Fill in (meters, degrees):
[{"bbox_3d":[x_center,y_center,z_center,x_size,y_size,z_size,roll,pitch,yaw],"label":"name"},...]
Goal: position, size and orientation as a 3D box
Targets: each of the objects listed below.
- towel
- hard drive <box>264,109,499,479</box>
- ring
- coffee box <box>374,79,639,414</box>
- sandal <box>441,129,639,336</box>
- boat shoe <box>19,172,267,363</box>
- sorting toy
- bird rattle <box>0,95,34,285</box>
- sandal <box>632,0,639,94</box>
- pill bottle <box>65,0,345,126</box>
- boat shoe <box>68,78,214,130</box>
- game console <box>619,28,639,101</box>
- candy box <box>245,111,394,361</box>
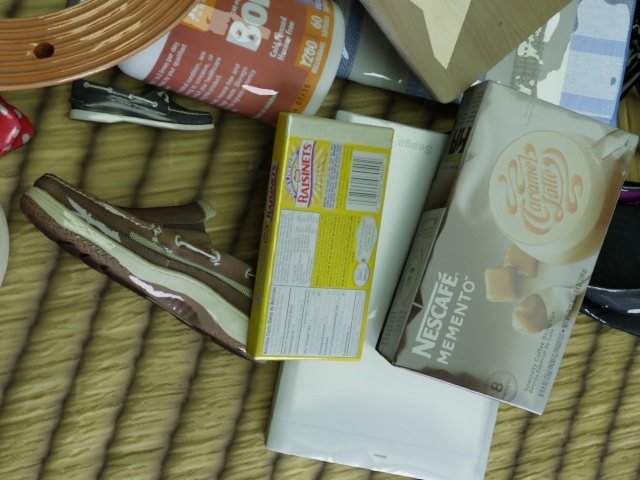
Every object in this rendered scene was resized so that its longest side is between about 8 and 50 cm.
[{"bbox_3d":[0.153,-0.226,1.079,0.284,0.034,0.209,11,88,-5],"label":"towel"},{"bbox_3d":[0.079,0.054,1.066,0.203,0.040,0.308,12,91,-7],"label":"hard drive"},{"bbox_3d":[-0.228,-0.256,0.905,0.336,0.032,0.337,0,67,0],"label":"ring"},{"bbox_3d":[0.154,0.006,1.002,0.141,0.098,0.247,20,90,-7],"label":"coffee box"},{"bbox_3d":[0.293,0.005,1.153,0.445,0.107,0.168,12,85,-21],"label":"sandal"},{"bbox_3d":[-0.128,0.004,0.992,0.257,0.095,0.095,36,77,-31],"label":"boat shoe"},{"bbox_3d":[0.115,-0.296,0.996,0.255,0.089,0.257,-40,106,-4],"label":"sorting toy"},{"bbox_3d":[-0.330,-0.020,0.916,0.253,0.143,0.207,-33,114,-32],"label":"bird rattle"},{"bbox_3d":[0.339,-0.194,1.186,0.054,0.097,0.255,-6,82,-24],"label":"sandal"},{"bbox_3d":[-0.098,-0.179,0.984,0.216,0.121,0.121,17,84,-22],"label":"pill bottle"},{"bbox_3d":[-0.151,-0.115,1.006,0.125,0.046,0.038,4,93,-14],"label":"boat shoe"},{"bbox_3d":[0.278,-0.280,1.130,0.213,0.044,0.361,43,86,-3],"label":"game console"},{"bbox_3d":[0.000,0.000,0.995,0.105,0.027,0.206,6,96,-28],"label":"candy box"}]
